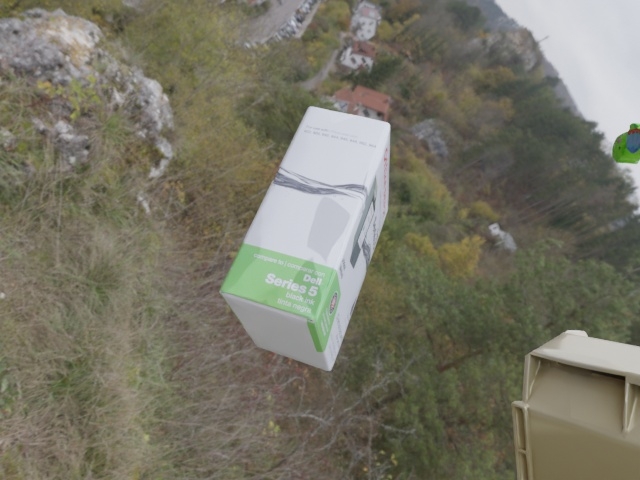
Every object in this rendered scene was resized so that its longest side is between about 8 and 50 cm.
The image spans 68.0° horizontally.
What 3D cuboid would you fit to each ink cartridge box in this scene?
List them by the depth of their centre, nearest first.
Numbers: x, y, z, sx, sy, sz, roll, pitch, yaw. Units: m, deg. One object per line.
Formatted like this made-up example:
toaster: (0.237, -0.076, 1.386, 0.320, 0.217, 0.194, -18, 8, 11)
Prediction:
ink cartridge box: (0.000, 0.000, 0.611, 0.198, 0.114, 0.273, 78, 30, -60)

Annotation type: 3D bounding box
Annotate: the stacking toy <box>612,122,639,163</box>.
stacking toy: (0.314, -0.036, 0.288, 0.221, 0.167, 0.052, -81, 175, -72)

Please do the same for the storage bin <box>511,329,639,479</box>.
storage bin: (0.268, 0.198, 0.276, 0.123, 0.262, 0.260, -12, 99, -36)
